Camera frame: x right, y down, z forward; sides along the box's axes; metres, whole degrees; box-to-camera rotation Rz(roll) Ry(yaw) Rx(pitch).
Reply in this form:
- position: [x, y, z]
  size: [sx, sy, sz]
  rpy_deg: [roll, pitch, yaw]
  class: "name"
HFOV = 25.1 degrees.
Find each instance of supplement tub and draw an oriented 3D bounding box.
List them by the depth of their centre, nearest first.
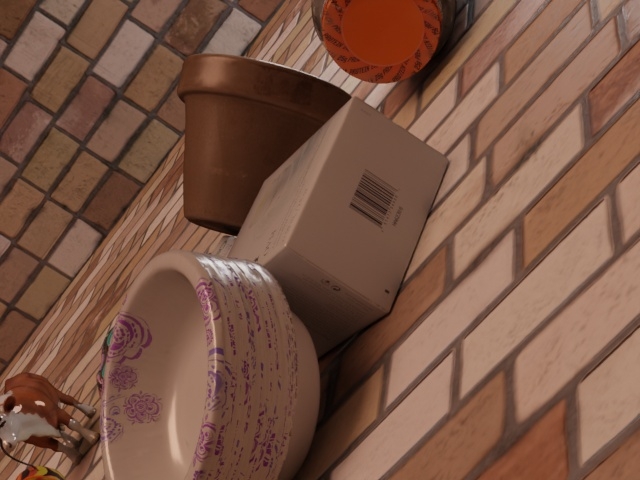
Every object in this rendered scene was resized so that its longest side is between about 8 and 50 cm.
- position: [0.090, -0.345, 1.959]
  size: [0.193, 0.193, 0.316]
  rpy_deg: [-50, 14, 27]
  class: "supplement tub"

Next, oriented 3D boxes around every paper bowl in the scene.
- position: [-0.106, 0.157, 1.454]
  size: [0.284, 0.148, 0.284]
  rpy_deg: [-22, 64, 55]
  class: "paper bowl"

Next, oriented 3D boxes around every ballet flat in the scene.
- position: [-0.348, 0.216, 2.489]
  size: [0.221, 0.077, 0.079]
  rpy_deg: [-82, 9, -61]
  class: "ballet flat"

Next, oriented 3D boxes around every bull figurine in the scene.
- position: [-0.485, 0.305, 2.485]
  size: [0.101, 0.188, 0.310]
  rpy_deg: [-56, 13, 5]
  class: "bull figurine"

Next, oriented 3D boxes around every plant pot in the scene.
- position: [-0.098, -0.124, 2.083]
  size: [0.263, 0.263, 0.229]
  rpy_deg: [170, 114, -72]
  class: "plant pot"

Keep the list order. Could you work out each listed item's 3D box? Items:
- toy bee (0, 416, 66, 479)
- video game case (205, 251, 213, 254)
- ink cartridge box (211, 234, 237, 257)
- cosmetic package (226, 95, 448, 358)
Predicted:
- position: [-0.448, 0.422, 2.243]
  size: [0.195, 0.162, 0.298]
  rpy_deg: [-99, 19, -59]
  class: "toy bee"
- position: [-0.231, 0.119, 2.339]
  size: [0.210, 0.042, 0.232]
  rpy_deg: [-60, 14, -15]
  class: "video game case"
- position: [-0.158, 0.151, 1.960]
  size: [0.324, 0.071, 0.330]
  rpy_deg: [-57, 16, -6]
  class: "ink cartridge box"
- position: [0.000, 0.000, 1.601]
  size: [0.225, 0.138, 0.224]
  rpy_deg: [-41, 20, 52]
  class: "cosmetic package"
